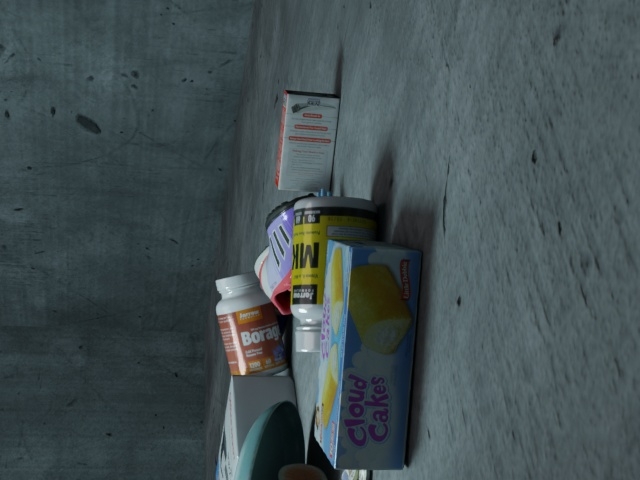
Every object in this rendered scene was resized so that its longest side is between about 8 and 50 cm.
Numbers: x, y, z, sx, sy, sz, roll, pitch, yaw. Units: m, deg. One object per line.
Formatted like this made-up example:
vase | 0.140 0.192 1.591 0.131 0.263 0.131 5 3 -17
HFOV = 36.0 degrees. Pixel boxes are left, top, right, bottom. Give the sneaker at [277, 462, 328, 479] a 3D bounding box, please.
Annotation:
sneaker | -0.025 0.466 1.513 0.302 0.108 0.121 -96 11 -75

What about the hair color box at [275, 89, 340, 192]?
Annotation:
hair color box | -0.024 -0.171 1.703 0.053 0.093 0.167 -119 34 -70

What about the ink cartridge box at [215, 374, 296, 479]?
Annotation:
ink cartridge box | -0.130 0.453 1.976 0.223 0.129 0.307 -101 18 -52

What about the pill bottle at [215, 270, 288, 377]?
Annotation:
pill bottle | -0.148 0.176 2.042 0.121 0.121 0.216 165 91 -79

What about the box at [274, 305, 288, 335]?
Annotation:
box | -0.105 0.161 2.192 0.225 0.036 0.136 105 164 -52

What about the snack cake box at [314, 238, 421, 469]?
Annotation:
snack cake box | 0.054 0.134 1.216 0.152 0.089 0.264 -164 77 -78

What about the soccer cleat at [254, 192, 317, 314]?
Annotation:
soccer cleat | -0.047 0.026 1.801 0.116 0.108 0.318 66 157 21

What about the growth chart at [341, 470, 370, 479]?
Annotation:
growth chart | 0.048 0.276 1.392 0.172 0.021 0.237 147 126 -78

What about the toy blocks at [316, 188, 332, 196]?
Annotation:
toy blocks | 0.000 0.000 1.630 0.123 0.054 0.148 122 149 -68

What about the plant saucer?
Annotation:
plant saucer | -0.089 0.426 1.646 0.317 0.043 0.318 2 -90 -75

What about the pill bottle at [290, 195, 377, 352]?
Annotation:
pill bottle | 0.018 0.050 1.352 0.119 0.119 0.209 146 126 -77
